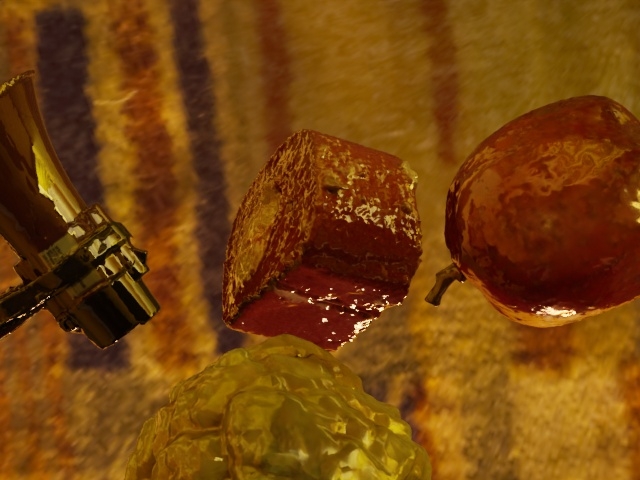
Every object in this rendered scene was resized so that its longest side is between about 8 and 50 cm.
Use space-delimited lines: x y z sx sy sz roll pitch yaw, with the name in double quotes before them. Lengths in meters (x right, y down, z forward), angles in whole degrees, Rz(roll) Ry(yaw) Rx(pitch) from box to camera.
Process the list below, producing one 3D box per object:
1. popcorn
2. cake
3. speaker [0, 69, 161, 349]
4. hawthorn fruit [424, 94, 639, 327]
"popcorn" -0.035 0.210 1.274 0.249 0.249 0.225 34 130 5
"cake" 0.000 0.000 1.704 0.150 0.177 0.283 17 150 -17
"speaker" -0.363 0.002 1.843 0.259 0.198 0.329 -32 91 -25
"hawthorn fruit" 0.203 -0.012 1.416 0.253 0.205 0.205 -30 94 2
